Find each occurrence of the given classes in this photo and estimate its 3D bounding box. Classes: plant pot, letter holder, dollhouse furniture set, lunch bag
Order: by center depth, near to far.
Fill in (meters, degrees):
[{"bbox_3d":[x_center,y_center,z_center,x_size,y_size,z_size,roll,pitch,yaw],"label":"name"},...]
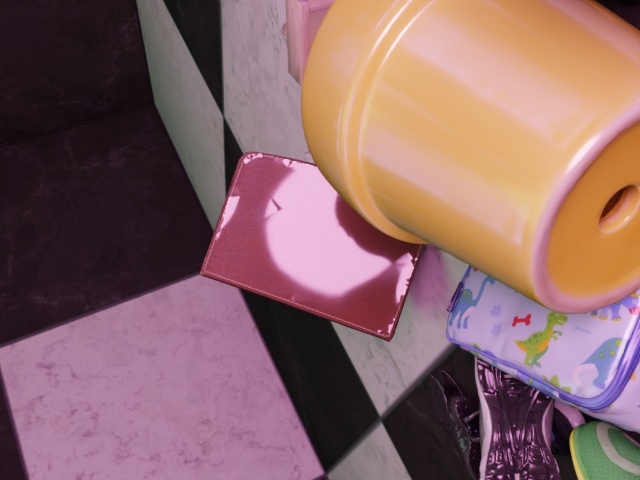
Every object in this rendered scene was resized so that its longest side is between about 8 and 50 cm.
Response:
[{"bbox_3d":[0.143,-0.080,0.444,0.239,0.254,0.253,-127,24,-48],"label":"plant pot"},{"bbox_3d":[0.222,0.049,0.529,0.090,0.176,0.219,28,179,-24],"label":"lunch bag"},{"bbox_3d":[-0.005,-0.325,0.765,0.242,0.161,0.212,55,158,36],"label":"dollhouse furniture set"},{"bbox_3d":[0.000,0.000,0.933,0.152,0.302,0.214,10,-81,-86],"label":"letter holder"}]

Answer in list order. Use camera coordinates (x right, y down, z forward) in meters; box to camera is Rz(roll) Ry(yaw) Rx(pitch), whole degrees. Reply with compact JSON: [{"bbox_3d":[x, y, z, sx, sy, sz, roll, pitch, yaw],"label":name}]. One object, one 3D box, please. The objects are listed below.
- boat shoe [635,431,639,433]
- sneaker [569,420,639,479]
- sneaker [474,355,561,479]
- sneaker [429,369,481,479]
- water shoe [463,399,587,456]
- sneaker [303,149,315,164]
[{"bbox_3d":[0.320,0.140,0.447,0.254,0.095,0.079,166,85,-73],"label":"boat shoe"},{"bbox_3d":[0.349,0.247,0.513,0.295,0.110,0.123,45,121,61],"label":"sneaker"},{"bbox_3d":[0.221,0.186,0.674,0.108,0.101,0.271,45,-130,-78],"label":"sneaker"},{"bbox_3d":[0.228,0.302,0.966,0.089,0.051,0.170,162,92,-72],"label":"sneaker"},{"bbox_3d":[0.260,0.248,0.757,0.072,0.080,0.203,67,162,6],"label":"water shoe"},{"bbox_3d":[0.040,-0.124,1.023,0.094,0.080,0.212,62,171,-16],"label":"sneaker"}]
